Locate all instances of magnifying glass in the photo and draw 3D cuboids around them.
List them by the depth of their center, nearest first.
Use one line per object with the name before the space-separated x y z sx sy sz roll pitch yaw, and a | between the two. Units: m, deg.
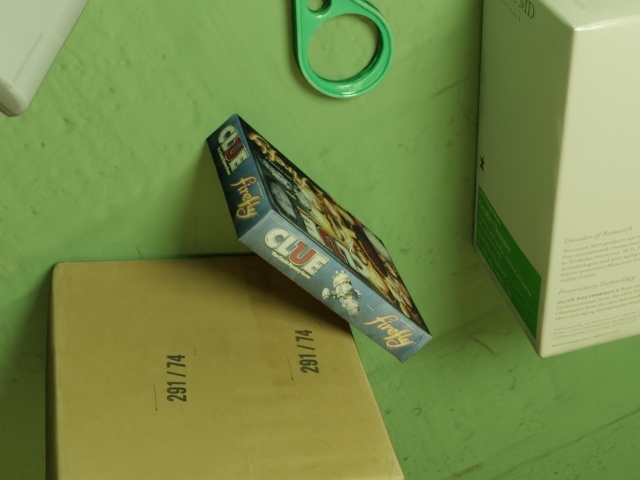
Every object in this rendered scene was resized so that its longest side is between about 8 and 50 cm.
magnifying glass | -0.006 -0.218 0.852 0.092 0.026 0.231 -30 129 6

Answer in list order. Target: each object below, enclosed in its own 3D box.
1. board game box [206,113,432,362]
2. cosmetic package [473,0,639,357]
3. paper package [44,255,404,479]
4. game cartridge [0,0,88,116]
board game box | 0.000 0.000 0.933 0.042 0.165 0.243 -40 129 14
cosmetic package | 0.254 -0.092 0.926 0.155 0.197 0.366 -13 128 -8
paper package | -0.106 0.176 0.930 0.309 0.325 0.168 -1 127 -17
game cartridge | -0.271 -0.248 0.636 0.062 0.198 0.297 -4 144 43
